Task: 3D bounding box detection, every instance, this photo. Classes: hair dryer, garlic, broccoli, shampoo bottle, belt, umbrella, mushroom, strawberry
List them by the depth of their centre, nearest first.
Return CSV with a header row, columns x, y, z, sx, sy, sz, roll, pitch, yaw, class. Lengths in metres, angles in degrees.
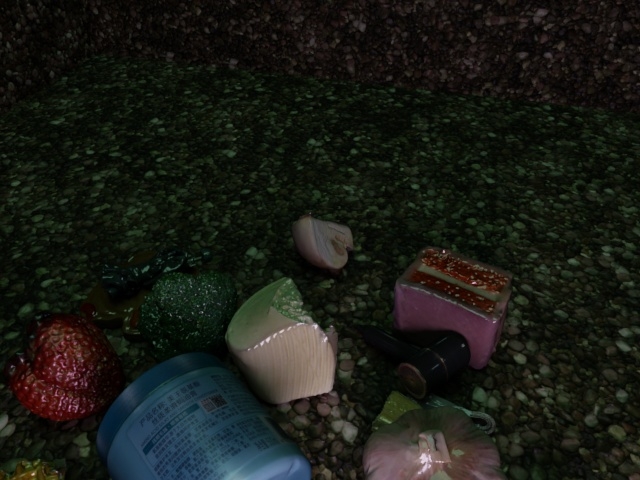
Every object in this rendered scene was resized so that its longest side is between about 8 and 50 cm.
x,y,z,sx,sy,sz,roll,pitch,yaw,class
-0.241,0.470,1.160,0.331,0.332,0.342,-30,49,-31,shampoo bottle
0.245,0.514,1.186,0.321,0.241,0.322,-3,77,11,garlic
0.334,0.442,1.412,0.231,0.053,0.071,17,53,21,belt
-0.644,0.328,1.429,0.288,0.250,0.238,22,5,-7,strawberry
-0.364,0.211,1.516,0.307,0.308,0.275,-25,25,-27,broccoli
0.229,0.291,1.534,0.189,0.107,0.352,-24,29,-30,hair dryer
-0.508,0.081,1.714,0.348,0.094,0.143,-16,46,-23,umbrella
-0.007,0.027,1.871,0.162,0.174,0.236,-16,-19,40,mushroom

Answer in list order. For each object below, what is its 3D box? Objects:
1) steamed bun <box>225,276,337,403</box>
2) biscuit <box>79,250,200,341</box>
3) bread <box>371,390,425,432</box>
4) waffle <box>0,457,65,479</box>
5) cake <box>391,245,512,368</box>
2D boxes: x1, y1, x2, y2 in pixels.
x,y,z,sx,sy,sz,roll,pitch,yaw,class
-0.104,0.260,1.474,0.273,0.291,0.272,-16,28,-6,steamed bun
-0.561,0.168,1.734,0.380,0.074,0.359,-23,43,-29,biscuit
0.193,0.455,1.378,0.106,0.082,0.125,31,38,18,bread
-0.658,0.605,1.206,0.280,0.060,0.262,9,41,10,waffle
0.383,0.190,1.585,0.308,0.230,0.237,22,47,22,cake
